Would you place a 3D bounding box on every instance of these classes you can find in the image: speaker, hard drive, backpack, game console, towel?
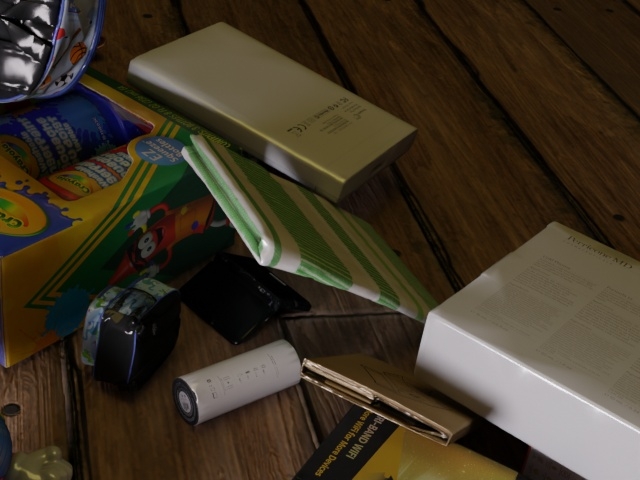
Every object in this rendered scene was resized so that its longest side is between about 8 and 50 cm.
[{"bbox_3d":[-0.088,0.152,1.155,0.136,0.055,0.055,-18,43,-33],"label":"speaker"},{"bbox_3d":[-0.064,-0.191,1.512,0.353,0.047,0.233,31,36,16],"label":"hard drive"},{"bbox_3d":[-0.206,0.094,1.170,0.084,0.105,0.114,20,31,15],"label":"backpack"},{"bbox_3d":[-0.093,0.073,1.308,0.122,0.071,0.107,37,13,33],"label":"game console"},{"bbox_3d":[0.000,0.000,1.271,0.325,0.038,0.248,25,18,-43],"label":"towel"},{"bbox_3d":[-0.391,-0.287,1.283,0.263,0.276,0.213,27,24,20],"label":"backpack"}]

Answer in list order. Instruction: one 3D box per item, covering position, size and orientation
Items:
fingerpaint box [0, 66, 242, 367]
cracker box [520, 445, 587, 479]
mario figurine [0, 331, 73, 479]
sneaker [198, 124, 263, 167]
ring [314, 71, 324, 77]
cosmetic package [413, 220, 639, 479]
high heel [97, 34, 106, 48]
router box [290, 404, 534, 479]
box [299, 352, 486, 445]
[{"bbox_3d":[-0.386,-0.085,1.336,0.445,0.163,0.371,30,39,28],"label":"fingerpaint box"},{"bbox_3d":[0.345,0.246,1.105,0.232,0.067,0.156,28,38,24],"label":"cracker box"},{"bbox_3d":[-0.313,0.152,0.959,0.170,0.198,0.320,-14,53,-33],"label":"mario figurine"},{"bbox_3d":[-0.131,-0.113,1.501,0.086,0.085,0.237,10,27,-18],"label":"sneaker"},{"bbox_3d":[-0.130,-0.265,1.708,0.337,0.032,0.336,9,22,-4],"label":"ring"},{"bbox_3d":[0.333,0.139,1.115,0.377,0.097,0.284,29,39,28],"label":"cosmetic package"},{"bbox_3d":[-0.461,-0.311,1.723,0.117,0.082,0.244,13,20,24],"label":"high heel"},{"bbox_3d":[0.065,0.300,0.951,0.243,0.081,0.309,23,37,19],"label":"router box"},{"bbox_3d":[0.084,0.162,1.118,0.164,0.021,0.201,23,3,19],"label":"box"}]
